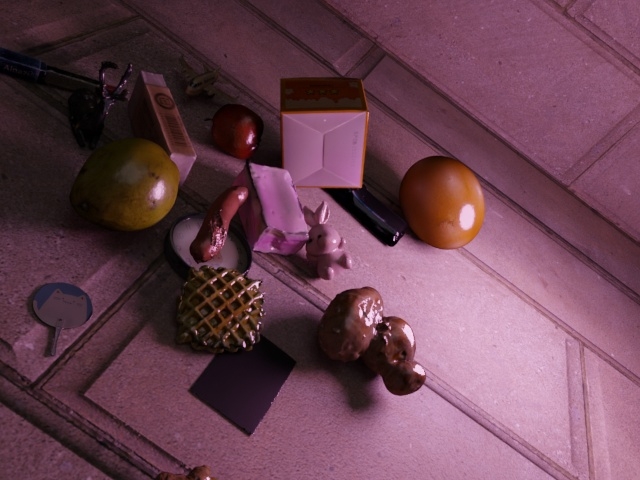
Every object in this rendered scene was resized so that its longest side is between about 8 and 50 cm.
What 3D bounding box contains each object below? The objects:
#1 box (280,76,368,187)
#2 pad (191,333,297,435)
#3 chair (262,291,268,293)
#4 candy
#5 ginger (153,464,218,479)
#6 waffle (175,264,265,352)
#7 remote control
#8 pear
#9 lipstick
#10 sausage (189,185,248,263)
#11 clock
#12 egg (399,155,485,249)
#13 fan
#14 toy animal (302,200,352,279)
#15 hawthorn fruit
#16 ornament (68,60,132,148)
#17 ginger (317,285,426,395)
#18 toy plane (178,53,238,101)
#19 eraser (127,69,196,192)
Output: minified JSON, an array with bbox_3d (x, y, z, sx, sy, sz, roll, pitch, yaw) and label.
[{"bbox_3d":[0.005,-0.334,1.813,0.260,0.283,0.214,1,43,-2],"label":"box"},{"bbox_3d":[-0.161,0.296,1.288,0.164,0.004,0.243,38,36,-1],"label":"pad"},{"bbox_3d":[-0.170,0.129,1.434,0.042,0.037,0.086,56,33,4],"label":"chair"},{"bbox_3d":[-0.140,-0.091,1.632,0.155,0.116,0.265,9,45,-35],"label":"candy"},{"bbox_3d":[-0.251,0.458,0.976,0.137,0.074,0.213,36,39,-19],"label":"ginger"},{"bbox_3d":[-0.222,0.156,1.320,0.214,0.054,0.208,16,54,-25],"label":"waffle"},{"bbox_3d":[0.127,-0.145,1.967,0.399,0.062,0.144,41,37,6],"label":"remote control"},{"bbox_3d":[-0.440,-0.123,1.333,0.212,0.212,0.269,43,34,6],"label":"pear"},{"bbox_3d":[-0.705,-0.439,1.581,0.312,0.051,0.051,12,41,-35],"label":"lipstick"},{"bbox_3d":[-0.250,-0.052,1.452,0.078,0.078,0.304,30,36,-11],"label":"sausage"},{"bbox_3d":[-0.274,0.024,1.450,0.226,0.049,0.226,23,39,-20],"label":"clock"},{"bbox_3d":[0.420,-0.132,2.021,0.283,0.282,0.351,11,51,-33],"label":"egg"},{"bbox_3d":[-0.508,0.152,1.143,0.113,0.005,0.175,18,41,-26],"label":"fan"},{"bbox_3d":[0.000,0.000,1.623,0.124,0.124,0.212,-32,96,-53],"label":"toy animal"},{"bbox_3d":[-0.269,-0.341,1.779,0.194,0.157,0.157,26,33,14],"label":"hawthorn fruit"},{"bbox_3d":[-0.557,-0.377,1.481,0.080,0.236,0.202,10,45,-42],"label":"ornament"},{"bbox_3d":[0.140,0.250,1.469,0.304,0.155,0.244,35,34,-4],"label":"ginger"},{"bbox_3d":[-0.384,-0.513,1.903,0.229,0.092,0.244,36,37,-6],"label":"toy plane"},{"bbox_3d":[-0.437,-0.297,1.576,0.078,0.144,0.343,1,51,-38],"label":"eraser"}]
